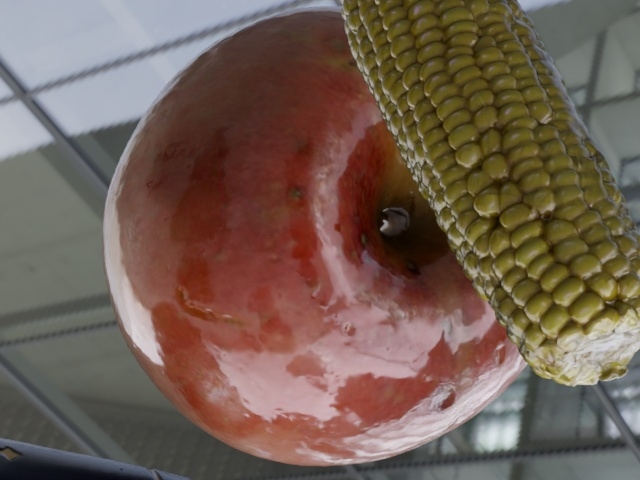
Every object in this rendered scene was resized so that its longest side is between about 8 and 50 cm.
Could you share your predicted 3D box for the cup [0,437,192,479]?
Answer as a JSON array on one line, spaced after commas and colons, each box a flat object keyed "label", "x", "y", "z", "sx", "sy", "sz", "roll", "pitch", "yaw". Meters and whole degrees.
[{"label": "cup", "x": -0.235, "y": 0.232, "z": 1.049, "sx": 0.255, "sy": 0.256, "sz": 0.178, "roll": 38, "pitch": -69, "yaw": 65}]

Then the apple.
[{"label": "apple", "x": 0.000, "y": 0.000, "z": 1.057, "sx": 0.364, "sy": 0.364, "sz": 0.364, "roll": -24, "pitch": -144, "yaw": 19}]

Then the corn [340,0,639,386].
[{"label": "corn", "x": 0.084, "y": -0.066, "z": 0.711, "sx": 0.101, "sy": 0.101, "sz": 0.310, "roll": -29, "pitch": -127, "yaw": 13}]
